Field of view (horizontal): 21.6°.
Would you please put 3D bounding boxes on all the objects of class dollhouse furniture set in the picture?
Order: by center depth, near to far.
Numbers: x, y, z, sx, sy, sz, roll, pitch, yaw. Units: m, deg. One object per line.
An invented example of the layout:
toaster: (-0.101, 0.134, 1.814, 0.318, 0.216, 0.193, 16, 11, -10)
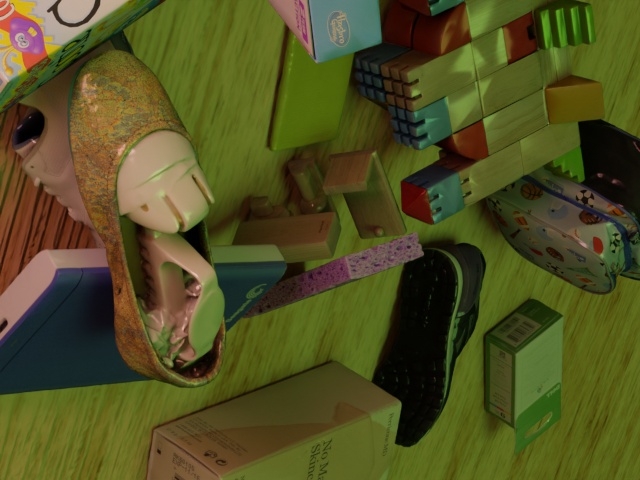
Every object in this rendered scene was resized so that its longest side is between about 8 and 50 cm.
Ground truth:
dollhouse furniture set: (0.000, 0.000, 1.881, 0.151, 0.144, 0.123, -73, 149, -45)

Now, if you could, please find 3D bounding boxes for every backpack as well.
backpack: (0.358, -0.050, 2.210, 0.213, 0.276, 0.263, -53, 150, -2)

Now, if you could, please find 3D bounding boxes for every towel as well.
towel: (-0.003, -0.215, 1.851, 0.102, 0.021, 0.237, -12, 124, -39)

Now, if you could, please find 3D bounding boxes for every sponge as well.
sponge: (0.009, 0.041, 1.903, 0.117, 0.210, 0.031, -19, 89, -41)

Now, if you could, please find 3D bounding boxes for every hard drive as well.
hard drive: (-0.206, 0.080, 1.710, 0.318, 0.040, 0.210, -1, 144, -50)

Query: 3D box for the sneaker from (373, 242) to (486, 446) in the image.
sneaker: (0.160, 0.140, 2.222, 0.124, 0.107, 0.283, -13, 123, -53)

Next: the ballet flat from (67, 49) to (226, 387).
ballet flat: (-0.142, -0.008, 1.524, 0.123, 0.123, 0.349, -32, 133, -34)

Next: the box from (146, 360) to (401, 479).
box: (-0.055, 0.267, 2.027, 0.311, 0.121, 0.148, -18, 126, -43)

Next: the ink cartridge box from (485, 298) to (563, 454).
ink cartridge box: (0.298, 0.200, 2.460, 0.109, 0.062, 0.209, -35, 137, -31)

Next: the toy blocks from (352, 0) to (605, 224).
toy blocks: (0.159, -0.199, 1.938, 0.261, 0.190, 0.381, -27, 121, -28)

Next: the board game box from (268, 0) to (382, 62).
board game box: (-0.046, -0.335, 1.461, 0.064, 0.316, 0.242, -19, 131, -14)

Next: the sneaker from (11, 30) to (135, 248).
sneaker: (-0.228, -0.084, 1.615, 0.129, 0.111, 0.297, -16, 137, -11)

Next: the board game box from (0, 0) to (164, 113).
board game box: (-0.217, -0.239, 1.422, 0.275, 0.142, 0.144, -40, 95, -26)
